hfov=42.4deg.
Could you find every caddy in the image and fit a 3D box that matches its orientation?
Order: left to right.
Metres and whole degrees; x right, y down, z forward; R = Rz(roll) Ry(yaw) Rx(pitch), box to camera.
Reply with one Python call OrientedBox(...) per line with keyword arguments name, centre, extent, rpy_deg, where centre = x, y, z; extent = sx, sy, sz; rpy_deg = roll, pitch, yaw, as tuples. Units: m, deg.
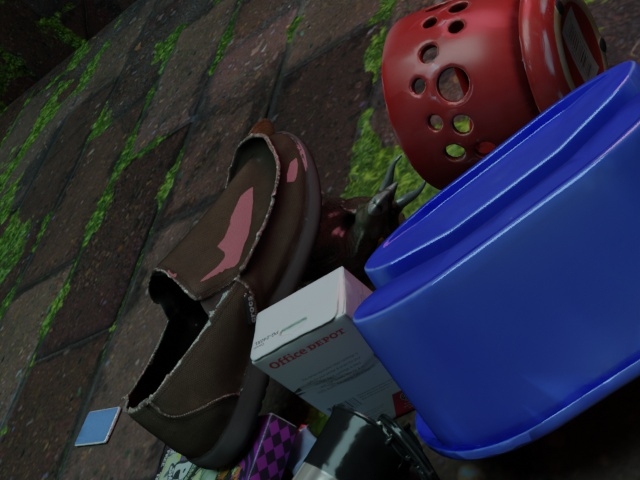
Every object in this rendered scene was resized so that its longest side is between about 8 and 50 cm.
OrientedBox(name="caddy", centre=(0.187, 0.024, 0.628), extent=(0.341, 0.179, 0.241), rpy_deg=(-39, 10, 18))

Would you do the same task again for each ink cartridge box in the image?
OrientedBox(name="ink cartridge box", centre=(0.026, 0.105, 0.761), extent=(0.109, 0.150, 0.063), rpy_deg=(-31, 35, 28))

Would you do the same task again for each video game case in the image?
OrientedBox(name="video game case", centre=(-0.129, 0.297, 0.828), extent=(0.210, 0.042, 0.232), rpy_deg=(-24, 37, 49))

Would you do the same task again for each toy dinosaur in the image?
OrientedBox(name="toy dinosaur", centre=(0.000, 0.000, 0.978), extent=(0.160, 0.121, 0.313), rpy_deg=(-46, 24, -19))

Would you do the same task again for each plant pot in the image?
OrientedBox(name="plant pot", centre=(0.180, -0.156, 0.821), extent=(0.174, 0.191, 0.191), rpy_deg=(-11, 47, 39))

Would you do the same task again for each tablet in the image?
OrientedBox(name="tablet", centre=(-0.314, 0.263, 1.162), extent=(0.083, 0.006, 0.054), rpy_deg=(-18, 43, 42))

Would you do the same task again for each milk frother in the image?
OrientedBox(name="milk frother", centre=(0.023, 0.205, 0.641), extent=(0.129, 0.143, 0.135), rpy_deg=(23, 68, 27))

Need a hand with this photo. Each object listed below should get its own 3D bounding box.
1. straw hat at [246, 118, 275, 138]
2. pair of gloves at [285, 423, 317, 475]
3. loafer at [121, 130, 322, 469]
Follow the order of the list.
OrientedBox(name="straw hat", centre=(-0.069, -0.098, 1.188), extent=(0.061, 0.144, 0.144), rpy_deg=(18, 65, 16))
OrientedBox(name="pair of gloves", centre=(-0.014, 0.260, 0.769), extent=(0.198, 0.023, 0.159), rpy_deg=(-55, 33, -8))
OrientedBox(name="loafer", centre=(-0.100, 0.038, 0.839), extent=(0.134, 0.130, 0.366), rpy_deg=(-18, 53, 52))
